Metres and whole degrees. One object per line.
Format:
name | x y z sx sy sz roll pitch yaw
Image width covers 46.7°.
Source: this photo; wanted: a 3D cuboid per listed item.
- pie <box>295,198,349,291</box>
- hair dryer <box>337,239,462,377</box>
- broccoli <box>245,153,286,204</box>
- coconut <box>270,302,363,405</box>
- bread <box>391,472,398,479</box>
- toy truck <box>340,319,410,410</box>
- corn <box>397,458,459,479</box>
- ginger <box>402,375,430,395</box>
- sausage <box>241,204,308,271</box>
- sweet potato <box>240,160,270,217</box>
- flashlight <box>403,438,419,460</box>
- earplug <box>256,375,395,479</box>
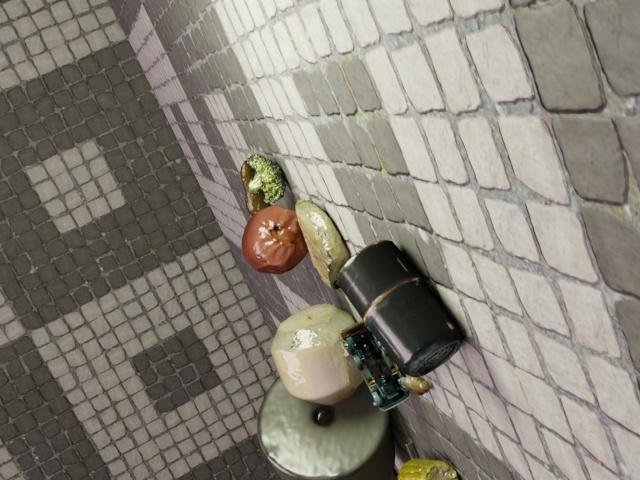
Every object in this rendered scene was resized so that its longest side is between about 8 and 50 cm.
pie | -0.003 0.002 1.494 0.185 0.052 0.218 56 169 21
hair dryer | 0.138 0.154 1.172 0.189 0.107 0.352 54 174 27
broccoli | -0.125 -0.136 1.626 0.097 0.092 0.095 49 -166 -42
coconut | 0.008 0.268 1.687 0.234 0.224 0.224 63 169 -8
bread | 0.075 0.711 2.265 0.315 0.279 0.248 51 176 -4
toy truck | 0.108 0.250 1.506 0.177 0.080 0.115 63 174 3
corn | 0.221 0.505 1.558 0.093 0.093 0.244 60 168 13
ginger | 0.177 0.261 1.358 0.048 0.030 0.097 32 165 8
sausage | -0.102 0.000 1.678 0.152 0.152 0.280 63 169 -1
sweet potato | -0.168 -0.101 1.962 0.067 0.067 0.273 47 159 53
flashlight | 0.219 0.507 1.755 0.018 0.018 0.083 38 153 63
earplug | 0.031 0.516 1.874 0.312 0.313 0.394 54 167 35
